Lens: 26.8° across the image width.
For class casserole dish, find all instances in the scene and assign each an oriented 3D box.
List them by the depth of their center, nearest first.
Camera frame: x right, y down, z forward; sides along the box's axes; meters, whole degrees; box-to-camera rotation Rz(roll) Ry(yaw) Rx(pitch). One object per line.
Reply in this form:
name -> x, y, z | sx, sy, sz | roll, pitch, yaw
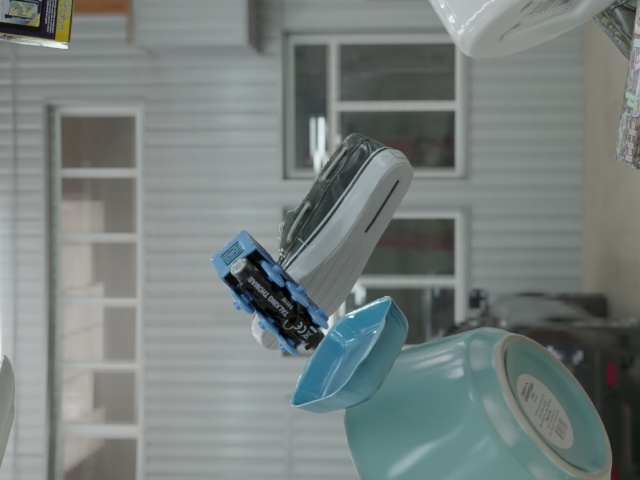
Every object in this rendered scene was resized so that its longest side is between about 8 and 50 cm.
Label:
casserole dish -> 0.031, 0.117, 1.297 | 0.114, 0.037, 0.188 | -60, 11, -22

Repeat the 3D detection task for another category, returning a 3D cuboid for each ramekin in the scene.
ramekin -> 0.247, -0.325, 1.549 | 0.277, 0.277, 0.135 | 65, 179, -79

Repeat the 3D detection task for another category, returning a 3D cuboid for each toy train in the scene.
toy train -> -0.061, 0.072, 1.748 | 0.184, 0.080, 0.105 | 45, -174, -34

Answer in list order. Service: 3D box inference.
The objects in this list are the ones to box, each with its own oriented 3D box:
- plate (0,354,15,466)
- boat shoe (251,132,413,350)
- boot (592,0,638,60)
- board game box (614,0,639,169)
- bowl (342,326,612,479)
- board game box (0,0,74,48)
plate -> -0.443, 0.318, 1.651 | 0.278, 0.045, 0.277 | -50, 24, 46
boat shoe -> 0.000, 0.000, 1.911 | 0.335, 0.119, 0.121 | -53, -36, 1
boot -> 0.545, -0.384, 2.119 | 0.190, 0.208, 0.076 | 58, -173, 26
board game box -> 0.536, -0.229, 1.779 | 0.141, 0.232, 0.291 | -75, -9, -81
bowl -> 0.190, 0.216, 1.418 | 0.311, 0.163, 0.311 | 37, -151, -25
board game box -> -0.400, -0.352, 1.804 | 0.048, 0.141, 0.170 | 164, 112, -74
